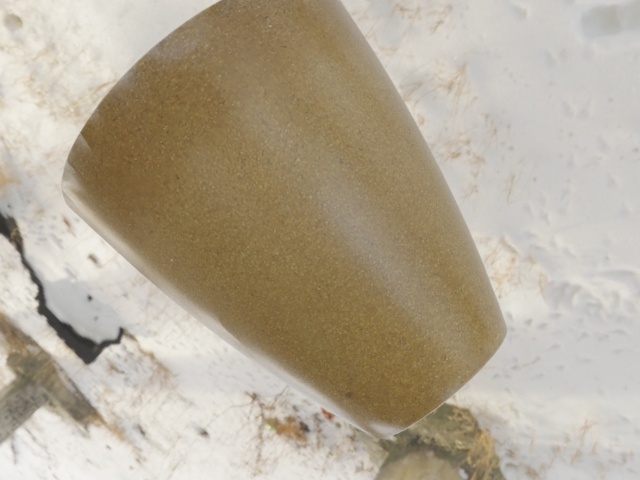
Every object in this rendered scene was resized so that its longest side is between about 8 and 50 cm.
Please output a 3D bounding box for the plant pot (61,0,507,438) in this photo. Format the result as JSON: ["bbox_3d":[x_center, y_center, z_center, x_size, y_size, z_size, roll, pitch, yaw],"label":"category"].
[{"bbox_3d":[0.000,0.000,0.434,0.254,0.237,0.237,50,143,4],"label":"plant pot"}]
